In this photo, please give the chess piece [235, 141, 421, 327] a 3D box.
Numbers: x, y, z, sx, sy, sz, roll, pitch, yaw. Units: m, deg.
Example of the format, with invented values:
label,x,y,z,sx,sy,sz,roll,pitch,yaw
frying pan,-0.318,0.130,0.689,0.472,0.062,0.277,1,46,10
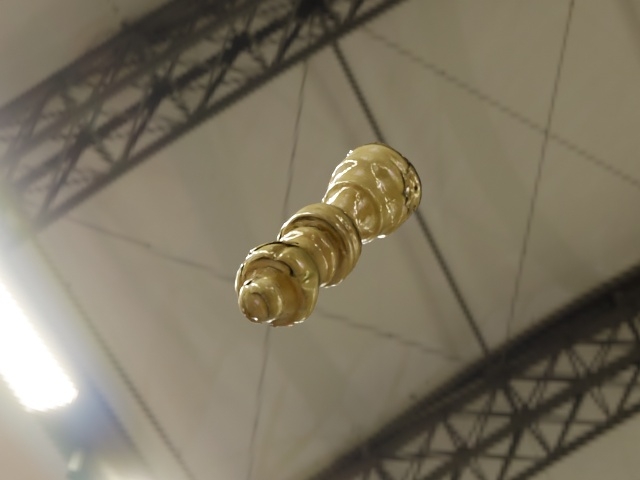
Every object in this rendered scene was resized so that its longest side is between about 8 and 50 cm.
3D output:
label,x,y,z,sx,sy,sz,roll,pitch,yaw
chess piece,0.000,0.001,0.988,0.060,0.172,0.060,13,-60,23
